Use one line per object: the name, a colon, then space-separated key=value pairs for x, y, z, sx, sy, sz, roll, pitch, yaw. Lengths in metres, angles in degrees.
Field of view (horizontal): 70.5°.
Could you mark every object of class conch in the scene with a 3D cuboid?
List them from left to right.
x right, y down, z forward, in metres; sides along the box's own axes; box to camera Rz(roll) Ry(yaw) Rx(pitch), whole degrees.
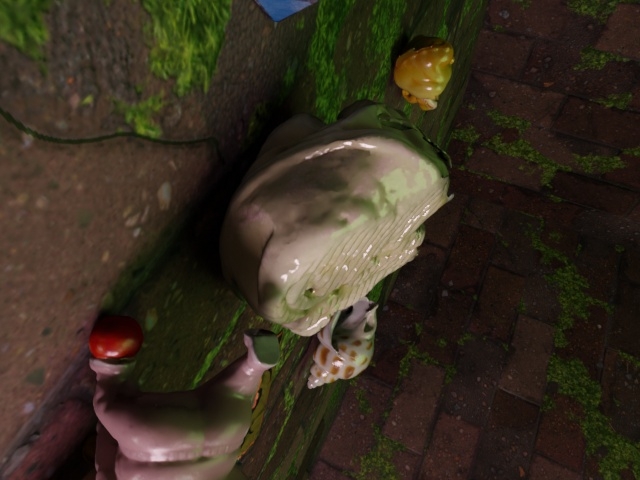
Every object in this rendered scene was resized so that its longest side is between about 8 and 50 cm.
conch: x=0.057 y=0.280 z=1.228 sx=0.275 sy=0.182 sz=0.148 roll=-60 pitch=-164 yaw=-23

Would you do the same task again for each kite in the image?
kite: x=-0.143 y=0.311 z=0.850 sx=0.328 sy=0.013 sz=0.378 roll=-60 pitch=161 yaw=-29

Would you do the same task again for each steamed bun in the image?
steamed bun: x=-0.005 y=-0.040 z=0.548 sx=0.280 sy=0.207 sz=0.268 roll=-37 pitch=157 yaw=-10

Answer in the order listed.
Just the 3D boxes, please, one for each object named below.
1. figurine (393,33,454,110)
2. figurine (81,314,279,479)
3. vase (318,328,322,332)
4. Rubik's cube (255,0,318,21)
figurine: x=0.232 y=-0.371 z=1.022 sx=0.246 sy=0.131 sz=0.157 roll=38 pitch=39 yaw=-73
figurine: x=-0.134 y=0.211 z=0.404 sx=0.176 sy=0.186 sz=0.288 roll=2 pitch=94 yaw=-43
vase: x=-0.031 y=0.154 z=0.940 sx=0.059 sy=0.059 sz=0.167 roll=-64 pitch=164 yaw=-16
Rubik's cube: x=-0.053 y=-0.243 z=0.351 sx=0.178 sy=0.211 sz=0.190 roll=-24 pitch=163 yaw=-38
